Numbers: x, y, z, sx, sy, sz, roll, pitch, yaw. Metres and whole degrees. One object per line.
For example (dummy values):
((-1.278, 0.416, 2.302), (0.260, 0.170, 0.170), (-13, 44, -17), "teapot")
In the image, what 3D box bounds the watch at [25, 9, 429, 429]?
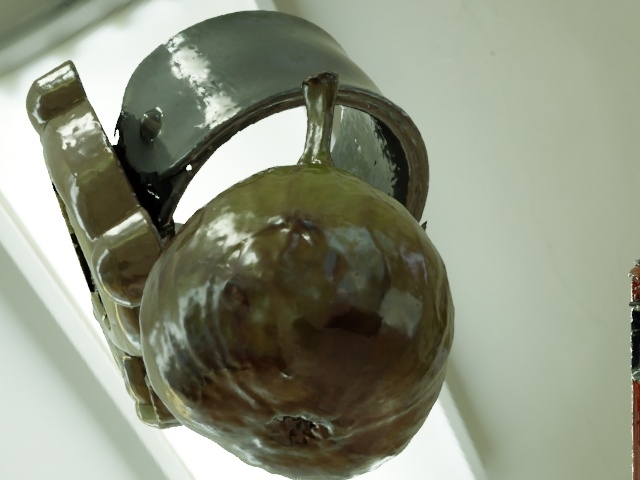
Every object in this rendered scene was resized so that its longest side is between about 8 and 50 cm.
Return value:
((-0.073, -0.034, 1.160), (0.326, 0.314, 0.335), (-21, -46, -14), "watch")

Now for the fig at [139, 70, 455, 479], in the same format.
((0.000, 0.000, 0.867), (0.216, 0.321, 0.217), (7, -39, 6), "fig")

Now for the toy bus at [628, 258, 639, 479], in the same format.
((0.278, 0.119, 0.906), (0.096, 0.073, 0.235), (7, -101, -32), "toy bus")
